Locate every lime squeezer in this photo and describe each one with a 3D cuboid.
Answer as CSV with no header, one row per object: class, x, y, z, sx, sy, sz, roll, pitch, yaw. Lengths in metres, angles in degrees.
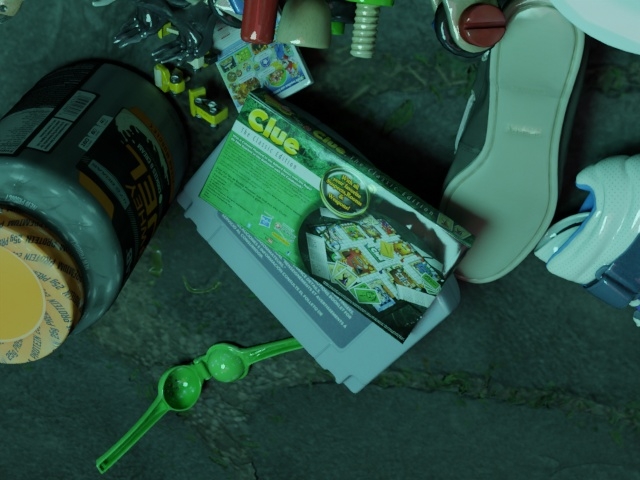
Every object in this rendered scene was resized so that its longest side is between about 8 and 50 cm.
lime squeezer,-0.137,0.167,1.264,0.310,0.110,0.058,-29,96,-3

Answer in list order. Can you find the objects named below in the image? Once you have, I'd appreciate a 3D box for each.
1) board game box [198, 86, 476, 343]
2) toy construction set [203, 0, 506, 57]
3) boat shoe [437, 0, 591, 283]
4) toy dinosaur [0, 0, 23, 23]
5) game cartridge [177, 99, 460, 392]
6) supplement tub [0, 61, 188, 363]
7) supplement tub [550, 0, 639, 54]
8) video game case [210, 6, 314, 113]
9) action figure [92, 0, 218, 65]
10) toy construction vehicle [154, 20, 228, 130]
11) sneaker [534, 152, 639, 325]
board game box,0.011,-0.024,1.028,0.260,0.030,0.136,36,124,8
toy construction set,0.028,-0.272,0.811,0.258,0.309,0.237,12,105,14
boat shoe,0.190,-0.104,1.010,0.112,0.095,0.335,16,130,8
toy dinosaur,-0.321,-0.354,0.920,0.200,0.127,0.295,22,147,-2
game cartridge,0.000,0.000,1.096,0.294,0.060,0.196,48,127,4
supplement tub,-0.259,-0.033,1.023,0.194,0.316,0.193,5,123,8
supplement tub,0.246,-0.281,0.724,0.235,0.325,0.235,7,124,10
video game case,-0.068,-0.192,1.030,0.087,0.011,0.122,-24,91,27
action figure,-0.185,-0.271,0.911,0.164,0.141,0.275,36,161,36
toy construction vehicle,-0.130,-0.170,1.062,0.098,0.035,0.086,34,142,32
sneaker,0.334,0.054,1.054,0.236,0.130,0.322,12,130,19
